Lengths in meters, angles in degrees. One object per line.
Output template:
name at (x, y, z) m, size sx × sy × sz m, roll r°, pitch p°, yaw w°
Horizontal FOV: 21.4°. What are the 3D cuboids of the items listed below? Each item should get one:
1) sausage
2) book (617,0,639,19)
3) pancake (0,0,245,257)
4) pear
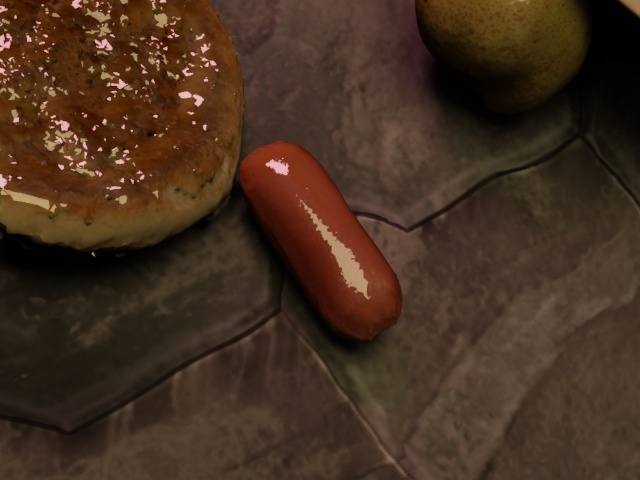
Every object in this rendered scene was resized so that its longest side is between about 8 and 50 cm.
sausage at (0.000, 0.000, 1.414) m, size 0.077 × 0.077 × 0.194 m, roll -26°, pitch 73°, yaw -26°
book at (0.254, -0.249, 1.545) m, size 0.374 × 0.262 × 0.028 m, roll 41°, pitch 103°, yaw 8°
pancake at (-0.223, -0.147, 1.388) m, size 0.382 × 0.071 × 0.382 m, roll 17°, pitch 50°, yaw -22°
pear at (0.161, -0.200, 1.514) m, size 0.167 × 0.167 × 0.136 m, roll 39°, pitch 92°, yaw 7°
